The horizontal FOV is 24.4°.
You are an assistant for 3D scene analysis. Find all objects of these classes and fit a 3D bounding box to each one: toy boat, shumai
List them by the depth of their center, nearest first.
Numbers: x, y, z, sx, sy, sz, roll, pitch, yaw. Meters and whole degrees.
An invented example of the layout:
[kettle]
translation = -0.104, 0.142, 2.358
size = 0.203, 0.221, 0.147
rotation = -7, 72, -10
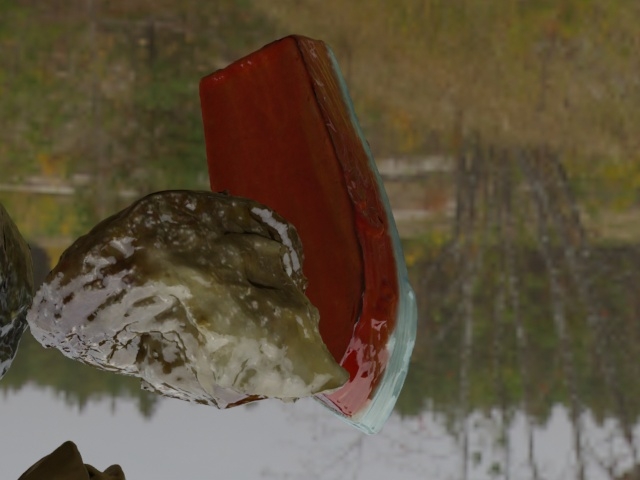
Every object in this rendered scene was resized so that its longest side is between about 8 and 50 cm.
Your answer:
[shumai]
translation = -0.065, 0.038, 0.678
size = 0.123, 0.105, 0.139
rotation = -37, 127, 21
[toy boat]
translation = 0.000, 0.000, 1.238
size = 0.145, 0.332, 0.133
rotation = -22, 157, 23

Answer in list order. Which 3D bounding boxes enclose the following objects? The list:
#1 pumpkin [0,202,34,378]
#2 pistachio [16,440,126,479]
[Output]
[pumpkin]
translation = -0.418, 0.049, 1.350
size = 0.256, 0.303, 0.225
rotation = 33, 165, 33
[pistachio]
translation = -0.200, 0.252, 1.145
size = 0.136, 0.136, 0.226
rotation = 2, -143, 0
